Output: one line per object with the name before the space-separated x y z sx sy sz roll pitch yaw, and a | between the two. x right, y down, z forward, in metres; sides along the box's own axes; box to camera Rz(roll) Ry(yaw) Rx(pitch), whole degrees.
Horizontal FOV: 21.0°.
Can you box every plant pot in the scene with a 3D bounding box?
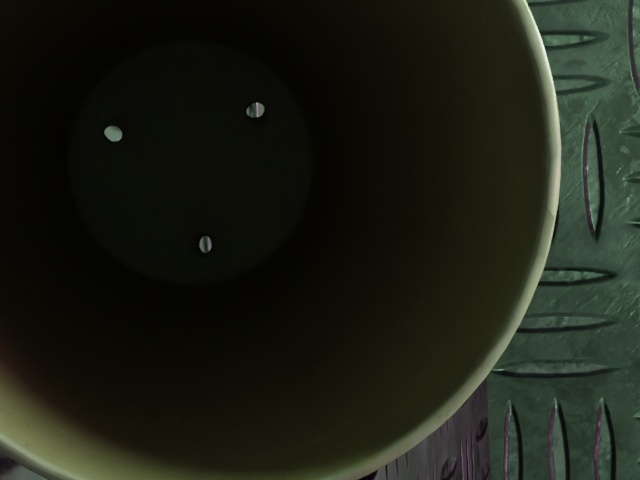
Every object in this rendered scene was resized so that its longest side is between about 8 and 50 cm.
plant pot | -0.055 -0.034 0.750 0.274 0.257 0.256 -160 -113 -83
